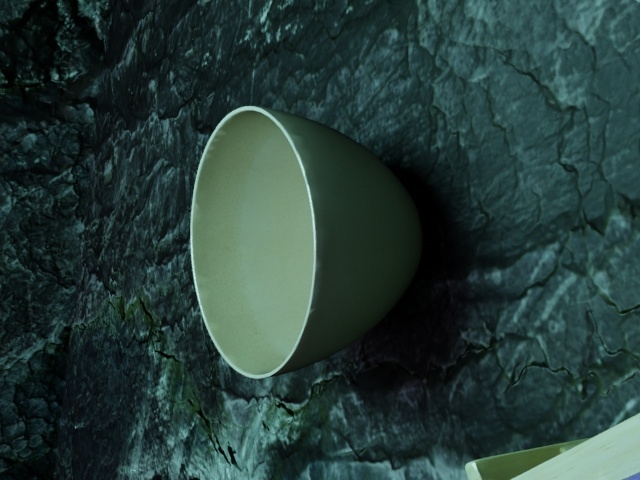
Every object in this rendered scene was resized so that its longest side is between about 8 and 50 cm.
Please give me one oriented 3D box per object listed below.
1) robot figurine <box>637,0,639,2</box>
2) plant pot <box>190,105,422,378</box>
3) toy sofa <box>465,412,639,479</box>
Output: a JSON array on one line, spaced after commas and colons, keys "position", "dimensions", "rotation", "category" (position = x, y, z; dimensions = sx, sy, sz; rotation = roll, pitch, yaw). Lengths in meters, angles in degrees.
[{"position": [0.277, -0.252, 0.465], "dimensions": [0.300, 0.199, 0.354], "rotation": [-164, 75, -72], "category": "robot figurine"}, {"position": [0.000, 0.000, 0.930], "dimensions": [0.284, 0.191, 0.284], "rotation": [5, 95, 58], "category": "plant pot"}, {"position": [0.272, 0.162, 0.546], "dimensions": [0.362, 0.150, 0.177], "rotation": [-50, 50, 47], "category": "toy sofa"}]
